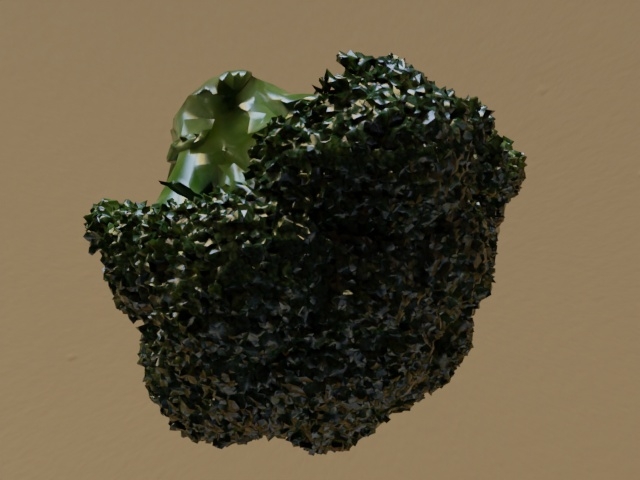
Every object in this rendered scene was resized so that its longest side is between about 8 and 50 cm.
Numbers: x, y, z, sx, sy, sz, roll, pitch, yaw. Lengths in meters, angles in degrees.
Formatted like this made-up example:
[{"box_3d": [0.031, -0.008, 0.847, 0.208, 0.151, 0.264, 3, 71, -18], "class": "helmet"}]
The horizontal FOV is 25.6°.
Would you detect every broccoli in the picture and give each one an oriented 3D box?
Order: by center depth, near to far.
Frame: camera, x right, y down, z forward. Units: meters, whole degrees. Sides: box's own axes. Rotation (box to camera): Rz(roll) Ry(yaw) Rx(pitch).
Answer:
[{"box_3d": [0.000, 0.000, 0.568, 0.195, 0.195, 0.156, -24, -123, 1], "class": "broccoli"}]
